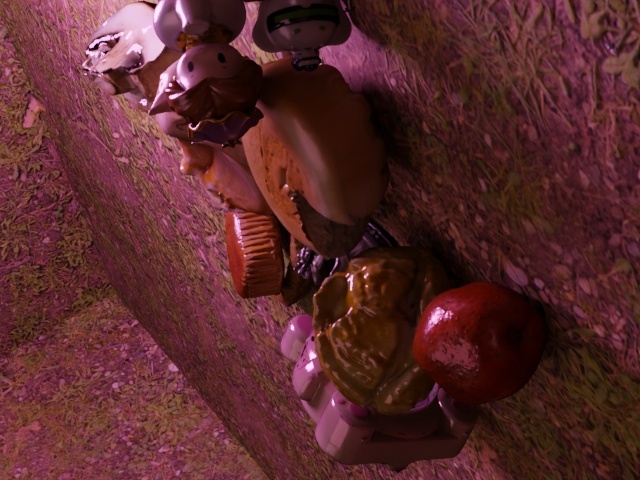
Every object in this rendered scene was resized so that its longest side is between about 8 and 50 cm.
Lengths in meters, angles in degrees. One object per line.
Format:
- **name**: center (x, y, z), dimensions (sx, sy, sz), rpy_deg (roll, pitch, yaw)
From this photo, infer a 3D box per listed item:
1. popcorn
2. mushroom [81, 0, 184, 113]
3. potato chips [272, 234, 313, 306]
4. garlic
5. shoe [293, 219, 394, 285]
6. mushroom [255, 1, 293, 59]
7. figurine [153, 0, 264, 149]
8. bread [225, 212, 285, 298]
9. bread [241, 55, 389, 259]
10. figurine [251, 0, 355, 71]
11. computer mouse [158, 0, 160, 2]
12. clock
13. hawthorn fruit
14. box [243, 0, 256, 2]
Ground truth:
- **popcorn**: center (0.114, 0.131, 1.818), dimensions (0.225, 0.276, 0.276), rpy_deg (33, 154, 16)
- **mushroom**: center (-0.334, -0.348, 2.288), dimensions (0.267, 0.189, 0.164), rpy_deg (14, 154, 46)
- **potato chips**: center (-0.047, 0.061, 2.352), dimensions (0.080, 0.057, 0.407), rpy_deg (57, 161, 15)
- **garlic**: center (-0.168, -0.184, 2.048), dimensions (0.313, 0.249, 0.286), rpy_deg (95, 163, -65)
- **shoe**: center (0.000, 0.002, 2.009), dimensions (0.293, 0.149, 0.109), rpy_deg (35, 151, 47)
- **mushroom**: center (-0.084, -0.303, 1.882), dimensions (0.068, 0.043, 0.306), rpy_deg (1, 116, 34)
- **figurine**: center (-0.158, -0.259, 1.661), dimensions (0.189, 0.142, 0.263), rpy_deg (50, -155, -73)
- **bread**: center (-0.137, 0.021, 2.352), dimensions (0.199, 0.104, 0.199), rpy_deg (173, 90, -78)
- **bread**: center (-0.005, -0.139, 1.786), dimensions (0.333, 0.160, 0.333), rpy_deg (48, 156, 29)
- **figurine**: center (-0.030, -0.331, 1.622), dimensions (0.126, 0.147, 0.192), rpy_deg (-106, 6, -86)
- **computer mouse**: center (-0.260, -0.483, 2.025), dimensions (0.137, 0.086, 0.269), rpy_deg (60, 171, 25)
- **clock**: center (0.087, 0.243, 1.971), dimensions (0.309, 0.284, 0.114), rpy_deg (57, 136, 44)
- **hawthorn fruit**: center (0.226, 0.138, 1.623), dimensions (0.189, 0.189, 0.189), rpy_deg (49, 159, 27)
- **box**: center (-0.141, -0.455, 1.752), dimensions (0.220, 0.064, 0.141), rpy_deg (36, 132, 46)
